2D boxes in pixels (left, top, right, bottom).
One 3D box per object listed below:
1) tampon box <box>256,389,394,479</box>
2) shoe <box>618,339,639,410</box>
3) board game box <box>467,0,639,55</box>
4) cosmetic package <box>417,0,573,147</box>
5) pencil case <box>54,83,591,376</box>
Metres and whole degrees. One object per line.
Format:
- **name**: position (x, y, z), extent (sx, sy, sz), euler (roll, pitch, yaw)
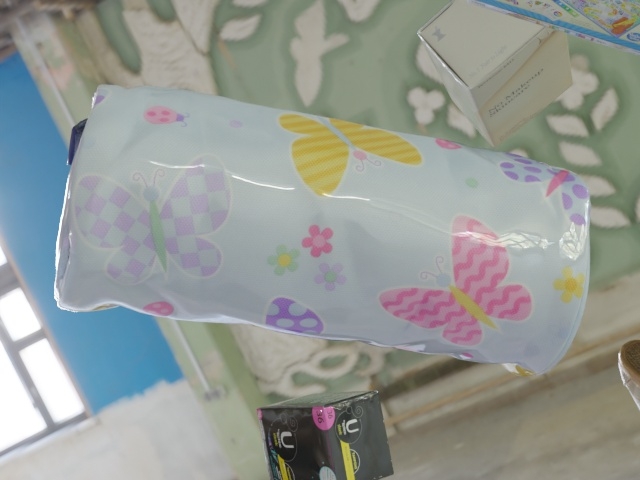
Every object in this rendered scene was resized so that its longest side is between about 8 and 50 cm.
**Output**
- **tampon box**: position (0.005, 0.278, 1.463), extent (0.101, 0.121, 0.161), euler (-10, -3, -38)
- **shoe**: position (0.435, 0.211, 1.260), extent (0.076, 0.219, 0.058), euler (-17, -43, -20)
- **board game box**: position (0.209, -0.223, 0.862), extent (0.154, 0.104, 0.026), euler (20, 7, 9)
- **cosmetic package**: position (0.251, -0.251, 1.462), extent (0.160, 0.113, 0.309), euler (-40, -16, 7)
- **pencil case**: position (0.000, 0.000, 0.545), extent (0.273, 0.124, 0.113), euler (8, 33, -8)
